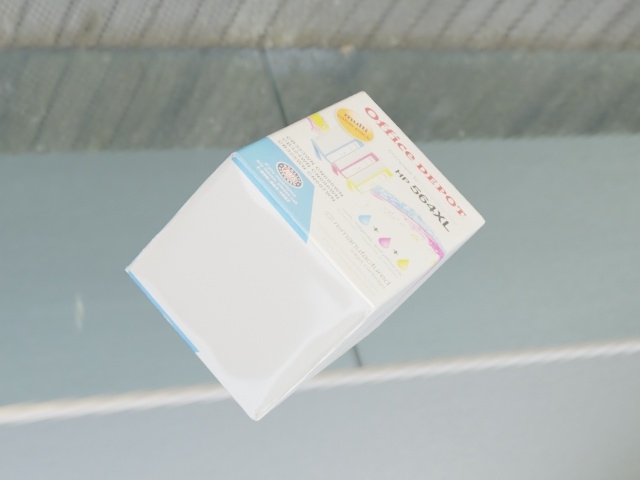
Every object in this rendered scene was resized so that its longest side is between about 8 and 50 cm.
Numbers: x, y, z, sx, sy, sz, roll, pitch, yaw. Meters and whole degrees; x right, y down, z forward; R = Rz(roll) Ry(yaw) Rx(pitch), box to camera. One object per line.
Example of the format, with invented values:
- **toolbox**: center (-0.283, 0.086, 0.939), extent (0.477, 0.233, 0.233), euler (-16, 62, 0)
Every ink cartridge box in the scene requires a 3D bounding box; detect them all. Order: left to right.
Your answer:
- **ink cartridge box**: center (0.000, 0.000, 0.711), extent (0.090, 0.092, 0.143), euler (-46, 174, 33)
